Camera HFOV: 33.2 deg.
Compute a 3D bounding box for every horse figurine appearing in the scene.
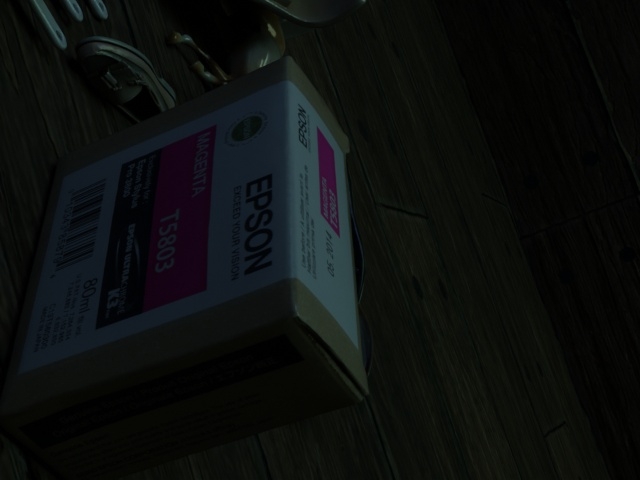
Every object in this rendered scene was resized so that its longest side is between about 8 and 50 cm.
[{"bbox_3d":[-0.088,-0.197,1.103,0.174,0.066,0.263,38,37,-45],"label":"horse figurine"}]

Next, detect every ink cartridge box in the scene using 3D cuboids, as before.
[{"bbox_3d":[-0.080,0.014,0.668,0.088,0.193,0.234,54,22,-39],"label":"ink cartridge box"}]

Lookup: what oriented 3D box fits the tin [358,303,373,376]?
[{"bbox_3d":[-0.020,0.067,0.963,0.106,0.040,0.189,-47,118,-37],"label":"tin"}]

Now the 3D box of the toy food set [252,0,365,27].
[{"bbox_3d":[-0.092,-0.358,1.077,0.306,0.092,0.219,25,38,-25],"label":"toy food set"}]

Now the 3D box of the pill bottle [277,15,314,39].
[{"bbox_3d":[-0.059,-0.354,1.278,0.208,0.118,0.117,70,18,4],"label":"pill bottle"}]

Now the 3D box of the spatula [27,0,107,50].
[{"bbox_3d":[-0.243,-0.261,0.810,0.168,0.019,0.242,-82,147,-67],"label":"spatula"}]

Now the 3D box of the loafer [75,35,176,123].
[{"bbox_3d":[-0.152,-0.122,0.866,0.125,0.045,0.039,38,41,-62],"label":"loafer"}]

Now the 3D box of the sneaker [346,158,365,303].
[{"bbox_3d":[0.000,0.000,1.094,0.097,0.084,0.234,102,-9,-67],"label":"sneaker"}]
